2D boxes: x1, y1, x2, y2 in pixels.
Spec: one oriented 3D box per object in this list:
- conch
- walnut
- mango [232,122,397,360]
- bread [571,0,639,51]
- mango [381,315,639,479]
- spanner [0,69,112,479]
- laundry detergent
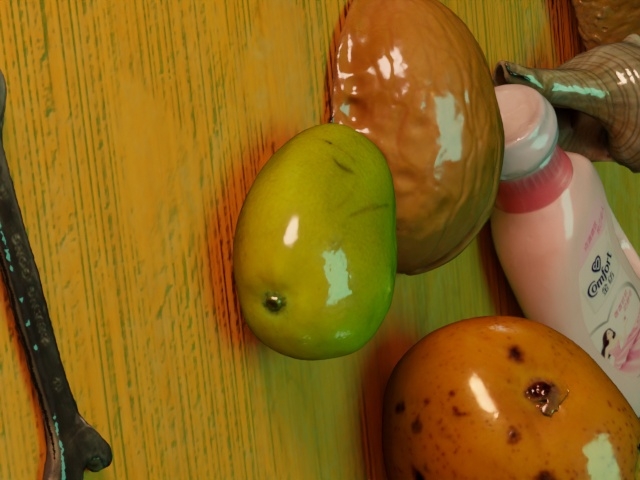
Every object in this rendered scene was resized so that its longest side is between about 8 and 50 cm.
[{"bbox_3d":[0.240,-0.114,1.424,0.137,0.234,0.114,115,-16,-51],"label":"conch"},{"bbox_3d":[0.079,-0.077,1.175,0.167,0.087,0.211,-23,110,-53],"label":"walnut"},{"bbox_3d":[-0.004,-0.003,1.045,0.117,0.089,0.163,39,44,-43],"label":"mango"},{"bbox_3d":[0.285,-0.226,1.468,0.102,0.138,0.196,-90,162,-58],"label":"bread"},{"bbox_3d":[0.149,0.189,1.202,0.160,0.191,0.290,-40,128,-44],"label":"mango"},{"bbox_3d":[-0.151,0.026,0.855,0.054,0.015,0.254,-42,125,-54],"label":"spanner"},{"bbox_3d":[0.203,0.008,1.382,0.335,0.088,0.159,58,39,-41],"label":"laundry detergent"}]
